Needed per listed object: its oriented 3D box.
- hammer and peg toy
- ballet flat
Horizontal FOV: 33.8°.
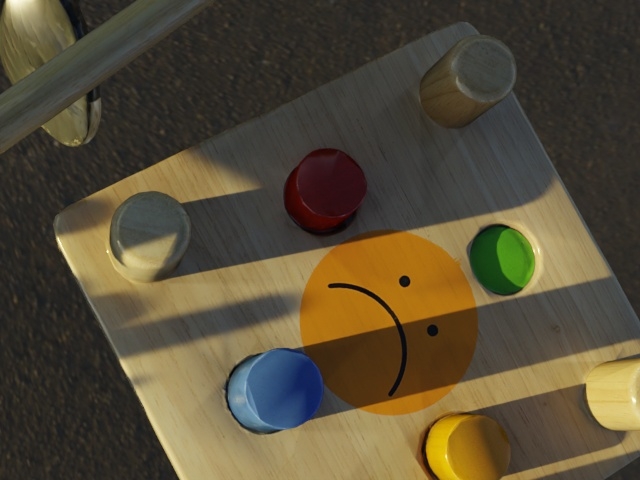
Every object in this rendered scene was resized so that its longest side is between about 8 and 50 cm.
[{"bbox_3d":[0.000,0.000,0.547,0.266,0.127,0.361,-29,88,-16],"label":"hammer and peg toy"},{"bbox_3d":[-0.149,-0.136,0.564,0.058,0.049,0.173,-8,105,26],"label":"ballet flat"}]
